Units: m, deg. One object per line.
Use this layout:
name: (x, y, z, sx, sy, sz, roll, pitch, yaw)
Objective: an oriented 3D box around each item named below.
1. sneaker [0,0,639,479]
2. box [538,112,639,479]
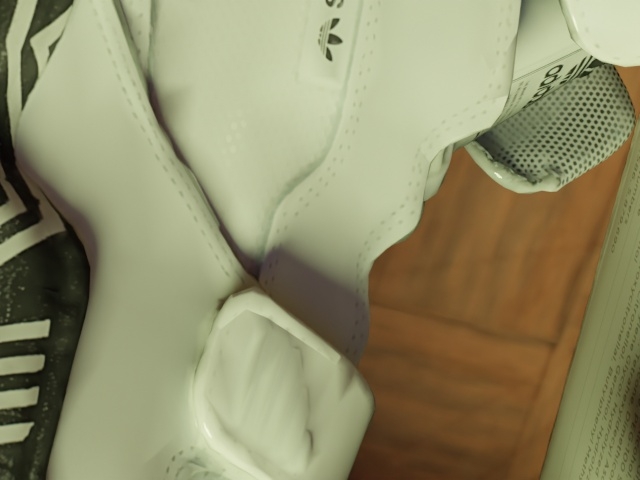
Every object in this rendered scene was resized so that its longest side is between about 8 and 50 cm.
sneaker: (0.000, 0.000, 0.412, 0.210, 0.137, 0.366, -3, 75, -12)
box: (0.174, 0.061, 0.547, 0.181, 0.119, 0.182, 8, 111, -11)
